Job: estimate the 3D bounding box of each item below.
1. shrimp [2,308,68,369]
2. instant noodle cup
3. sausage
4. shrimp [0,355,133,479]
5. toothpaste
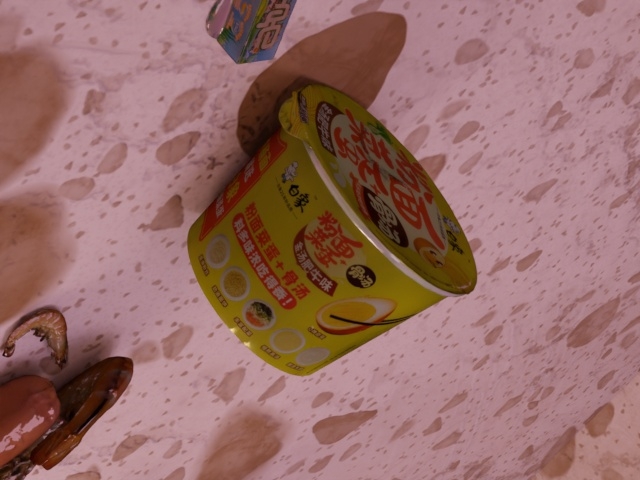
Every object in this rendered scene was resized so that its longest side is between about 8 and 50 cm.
[{"bbox_3d":[-0.338,0.125,1.701,0.083,0.023,0.114,-25,144,-17],"label":"shrimp"},{"bbox_3d":[0.000,0.000,1.660,0.221,0.311,0.311,-39,153,20],"label":"instant noodle cup"},{"bbox_3d":[-0.437,0.260,1.714,0.289,0.086,0.086,-37,152,-4],"label":"sausage"},{"bbox_3d":[-0.324,0.234,1.782,0.249,0.068,0.150,-42,-169,15],"label":"shrimp"},{"bbox_3d":[-0.055,-0.265,1.435,0.070,0.044,0.193,-14,143,-39],"label":"toothpaste"}]
